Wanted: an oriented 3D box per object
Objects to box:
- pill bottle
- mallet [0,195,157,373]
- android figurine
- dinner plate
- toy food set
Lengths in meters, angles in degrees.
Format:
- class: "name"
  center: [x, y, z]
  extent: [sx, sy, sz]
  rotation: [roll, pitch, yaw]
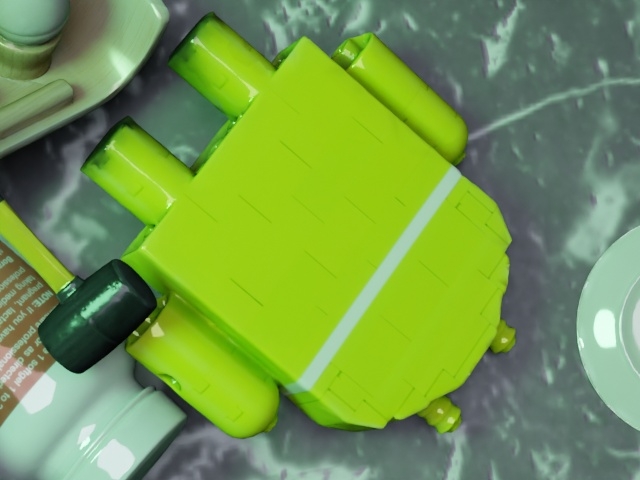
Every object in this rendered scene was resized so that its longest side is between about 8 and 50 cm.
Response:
- class: "pill bottle"
  center: [-0.187, 0.066, 1.103]
  extent: [0.216, 0.121, 0.121]
  rotation: [40, 85, 6]
- class: "mallet"
  center: [-0.162, -0.018, 1.014]
  extent: [0.062, 0.039, 0.189]
  rotation: [-33, 102, 7]
- class: "android figurine"
  center: [0.000, 0.000, 1.110]
  extent: [0.273, 0.056, 0.248]
  rotation: [39, 69, -14]
- class: "dinner plate"
  center: [0.226, 0.053, 1.155]
  extent: [0.141, 0.017, 0.141]
  rotation: [0, 83, 2]
- class: "toy food set"
  center: [-0.267, -0.133, 1.073]
  extent: [0.306, 0.092, 0.220]
  rotation: [-31, 70, -34]
